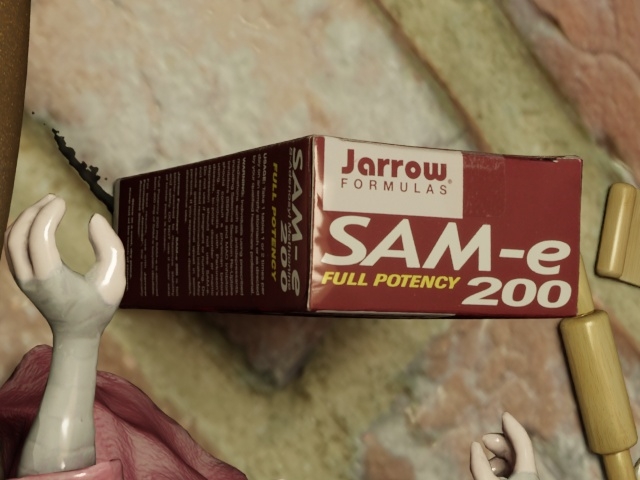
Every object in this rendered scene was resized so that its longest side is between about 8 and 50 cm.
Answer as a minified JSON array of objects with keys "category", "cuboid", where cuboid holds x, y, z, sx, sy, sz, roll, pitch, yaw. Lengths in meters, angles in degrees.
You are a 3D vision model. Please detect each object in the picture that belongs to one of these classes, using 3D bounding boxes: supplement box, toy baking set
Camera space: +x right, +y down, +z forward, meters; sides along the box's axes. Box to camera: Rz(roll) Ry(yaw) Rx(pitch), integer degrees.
[{"category":"supplement box","cuboid":[0.000,0.000,0.682,0.130,0.239,0.073,3,86,-26]},{"category":"toy baking set","cuboid":[0.241,0.083,0.913,0.196,0.030,0.256,-12,93,-26]}]

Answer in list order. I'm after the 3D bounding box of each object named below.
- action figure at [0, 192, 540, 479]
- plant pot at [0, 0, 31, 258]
[{"category":"action figure","cuboid":[-0.065,0.153,0.573,0.248,0.370,0.276,27,83,-14]},{"category":"plant pot","cuboid":[-0.217,-0.033,0.612,0.215,0.215,0.230,30,64,-22]}]
